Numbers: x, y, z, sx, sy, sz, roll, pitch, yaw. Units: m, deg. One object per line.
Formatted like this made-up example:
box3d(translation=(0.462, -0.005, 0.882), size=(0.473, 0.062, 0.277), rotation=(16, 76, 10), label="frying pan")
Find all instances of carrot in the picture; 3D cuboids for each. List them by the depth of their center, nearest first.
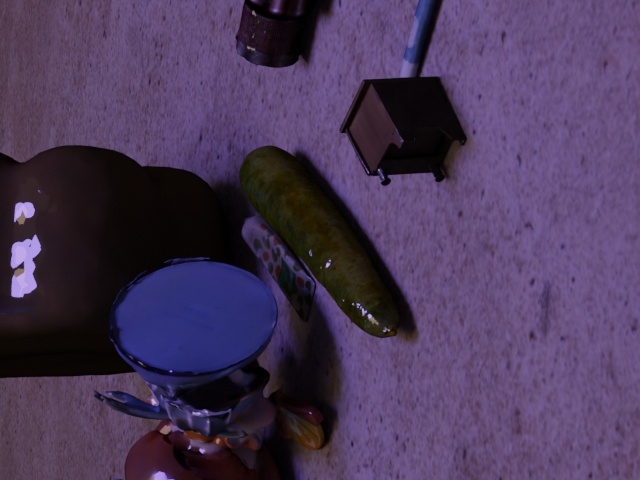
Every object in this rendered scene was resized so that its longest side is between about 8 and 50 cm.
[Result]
box3d(translation=(0.000, 0.000, 1.806), size=(0.358, 0.074, 0.074), rotation=(-128, 42, -51), label="carrot")

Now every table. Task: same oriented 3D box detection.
box3d(translation=(0.079, -0.101, 1.599), size=(0.082, 0.083, 0.070), rotation=(65, 146, 34), label="table")

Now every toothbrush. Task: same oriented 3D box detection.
box3d(translation=(0.109, -0.261, 1.585), size=(0.019, 0.025, 0.275), rotation=(-119, 35, -45), label="toothbrush")

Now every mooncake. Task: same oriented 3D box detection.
box3d(translation=(-0.338, 0.031, 2.135), size=(0.467, 0.467, 0.262), rotation=(155, 117, -65), label="mooncake")

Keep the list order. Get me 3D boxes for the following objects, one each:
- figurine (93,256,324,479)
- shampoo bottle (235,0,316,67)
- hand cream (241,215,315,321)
box3d(translation=(-0.140, 0.248, 1.941), size=(0.276, 0.248, 0.388), rotation=(21, 135, 23), label="figurine")
box3d(translation=(-0.032, -0.344, 1.828), size=(0.129, 0.084, 0.323), rotation=(-117, 33, -49), label="shampoo bottle")
box3d(translation=(-0.049, 0.024, 1.975), size=(0.165, 0.037, 0.057), rotation=(53, 140, 43), label="hand cream")
